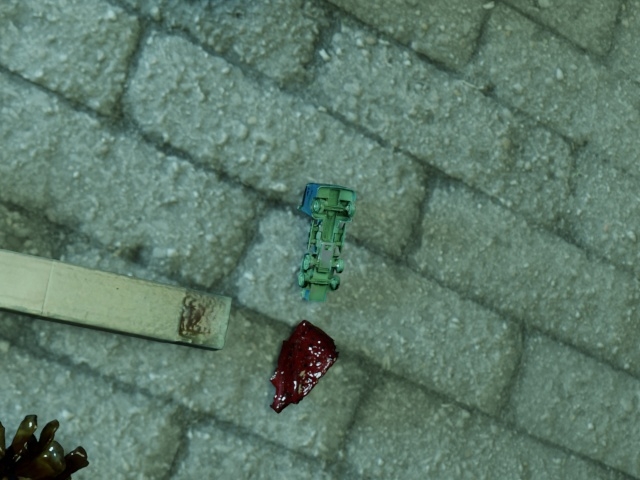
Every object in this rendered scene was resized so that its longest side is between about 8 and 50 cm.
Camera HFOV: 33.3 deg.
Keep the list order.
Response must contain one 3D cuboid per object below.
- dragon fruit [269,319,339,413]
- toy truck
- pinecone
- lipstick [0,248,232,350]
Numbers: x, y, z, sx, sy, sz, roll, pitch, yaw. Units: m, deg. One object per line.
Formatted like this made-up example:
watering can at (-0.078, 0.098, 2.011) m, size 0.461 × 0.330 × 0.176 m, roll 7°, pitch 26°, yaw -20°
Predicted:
dragon fruit at (-0.038, 0.180, 1.539) m, size 0.063 × 0.097 × 0.131 m, roll 42°, pitch 88°, yaw -11°
toy truck at (0.000, 0.000, 1.583) m, size 0.067 × 0.081 × 0.175 m, roll 5°, pitch 100°, yaw -23°
pinecone at (-0.417, 0.311, 1.241) m, size 0.309 × 0.244 × 0.244 m, roll -18°, pitch 91°, yaw 1°
lipstick at (-0.307, 0.077, 1.420) m, size 0.372 × 0.076 × 0.079 m, roll 14°, pitch 79°, yaw -23°
